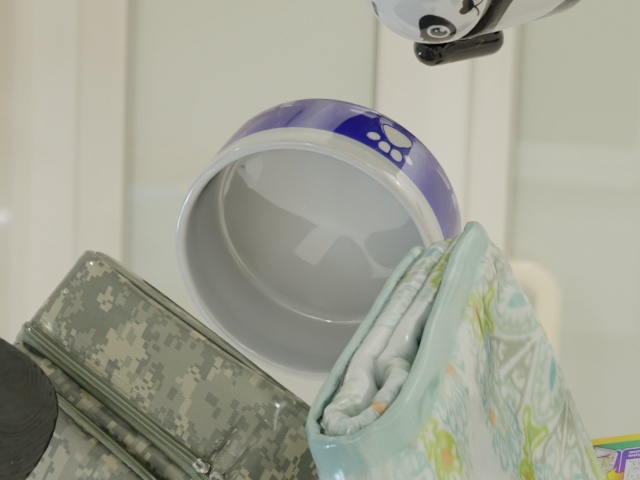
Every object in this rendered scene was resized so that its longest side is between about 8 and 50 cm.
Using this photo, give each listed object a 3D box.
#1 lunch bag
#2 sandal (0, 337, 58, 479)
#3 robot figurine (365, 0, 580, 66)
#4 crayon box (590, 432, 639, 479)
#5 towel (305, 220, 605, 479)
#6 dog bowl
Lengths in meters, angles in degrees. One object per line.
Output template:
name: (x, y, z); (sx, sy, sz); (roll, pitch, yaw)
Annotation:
lunch bag: (-0.141, 0.195, 1.570); (0.305, 0.256, 0.212); (35, -7, 32)
sandal: (-0.366, 0.125, 1.287); (0.446, 0.167, 0.107); (8, 2, -35)
robot figurine: (0.163, -0.286, 1.898); (0.278, 0.209, 0.174); (-18, 6, -36)
crayon box: (0.369, 0.318, 2.305); (0.081, 0.165, 0.278); (27, -27, -34)
towel: (0.118, 0.190, 1.443); (0.090, 0.320, 0.374); (-17, 17, 24)
dog bowl: (0.000, 0.000, 1.891); (0.265, 0.264, 0.104); (4, 30, 17)
